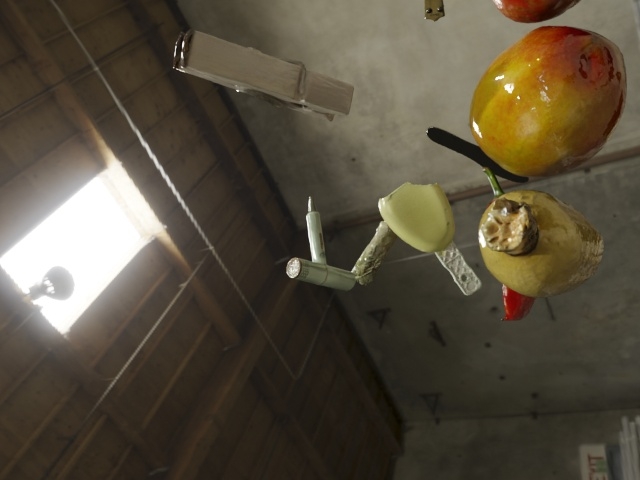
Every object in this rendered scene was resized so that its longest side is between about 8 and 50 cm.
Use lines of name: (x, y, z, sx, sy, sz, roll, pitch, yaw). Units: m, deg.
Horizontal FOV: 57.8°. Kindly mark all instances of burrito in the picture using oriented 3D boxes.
burrito: (0.122, 0.027, 1.270, 0.051, 0.171, 0.042, 24, -145, -7)

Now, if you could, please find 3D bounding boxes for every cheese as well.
cheese: (0.229, -0.007, 1.130, 0.255, 0.127, 0.050, 54, 177, 4)

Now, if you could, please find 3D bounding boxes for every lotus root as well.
lotus root: (0.308, 0.007, 0.822, 0.303, 0.131, 0.146, 8, -138, -49)

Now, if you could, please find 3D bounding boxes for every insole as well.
insole: (0.489, -0.268, 1.805, 0.009, 0.348, 0.119, -59, -9, -16)

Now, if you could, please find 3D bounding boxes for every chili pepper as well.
chili pepper: (0.397, 0.033, 1.219, 0.091, 0.137, 0.369, -18, -71, -18)

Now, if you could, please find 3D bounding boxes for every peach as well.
peach: (0.457, -0.281, 1.164, 0.332, 0.307, 0.308, 114, 156, -68)

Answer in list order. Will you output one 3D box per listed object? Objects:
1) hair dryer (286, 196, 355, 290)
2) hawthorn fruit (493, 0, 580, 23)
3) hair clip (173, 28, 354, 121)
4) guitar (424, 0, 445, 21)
hair dryer: (0.006, 0.000, 1.157, 0.155, 0.044, 0.183, 19, -114, -43)
hawthorn fruit: (0.456, -0.587, 1.157, 0.284, 0.284, 0.284, 33, -130, -51)
hair clip: (-0.100, -0.303, 1.070, 0.330, 0.101, 0.085, 11, -93, -23)
guitar: (0.167, -0.478, 0.894, 0.038, 0.083, 0.271, -67, -30, -47)
